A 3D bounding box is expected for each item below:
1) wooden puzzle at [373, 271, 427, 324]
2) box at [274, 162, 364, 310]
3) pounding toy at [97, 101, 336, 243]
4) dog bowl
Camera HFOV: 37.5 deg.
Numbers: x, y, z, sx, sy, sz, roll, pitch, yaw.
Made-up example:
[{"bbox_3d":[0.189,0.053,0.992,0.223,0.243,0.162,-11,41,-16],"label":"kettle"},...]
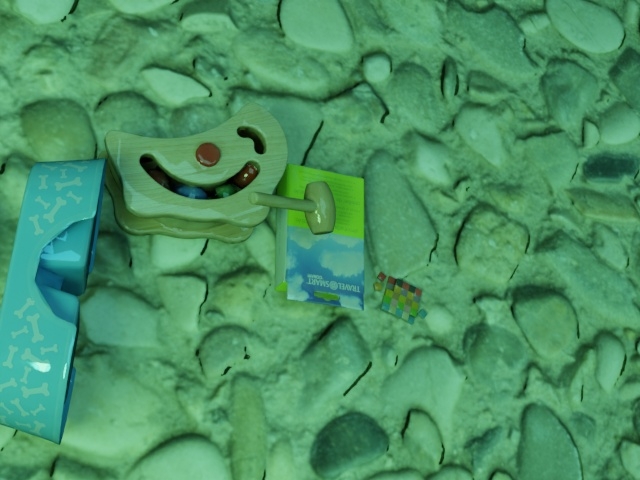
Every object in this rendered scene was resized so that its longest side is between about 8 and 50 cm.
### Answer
[{"bbox_3d":[0.104,0.076,1.213,0.083,0.006,0.049,25,62,-16],"label":"wooden puzzle"},{"bbox_3d":[0.000,0.000,1.169,0.109,0.042,0.178,10,67,-22],"label":"box"},{"bbox_3d":[-0.109,-0.092,1.074,0.269,0.155,0.154,5,71,-19],"label":"pounding toy"},{"bbox_3d":[-0.273,0.052,0.949,0.074,0.166,0.297,8,67,-12],"label":"dog bowl"}]
